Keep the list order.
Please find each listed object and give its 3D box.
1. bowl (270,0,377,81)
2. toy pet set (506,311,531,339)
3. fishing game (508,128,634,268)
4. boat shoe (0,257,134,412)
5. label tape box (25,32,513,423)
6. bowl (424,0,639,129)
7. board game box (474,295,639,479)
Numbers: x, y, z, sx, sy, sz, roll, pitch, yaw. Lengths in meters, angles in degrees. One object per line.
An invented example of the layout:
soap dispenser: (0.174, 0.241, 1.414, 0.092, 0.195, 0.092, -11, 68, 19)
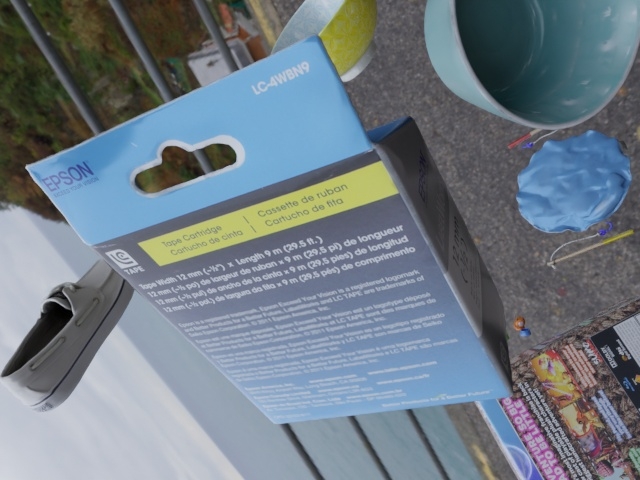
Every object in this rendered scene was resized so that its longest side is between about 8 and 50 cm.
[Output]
bowl: (0.033, -0.454, 1.246, 0.156, 0.289, 0.289, 35, 168, -29)
toy pet set: (0.240, 0.111, 0.839, 0.114, 0.122, 0.065, -49, -55, -81)
fishing game: (0.420, -0.097, 0.915, 0.189, 0.264, 0.041, -33, 141, 33)
boat shoe: (-0.354, 0.104, 0.782, 0.096, 0.267, 0.088, -6, 134, 28)
label tape box: (-0.015, 0.011, 0.458, 0.249, 0.115, 0.347, -16, 126, 26)
bowl: (0.271, -0.310, 0.771, 0.311, 0.312, 0.163, 58, 167, -18)
board game box: (0.400, 0.250, 0.803, 0.232, 0.291, 0.141, 62, -174, 15)
